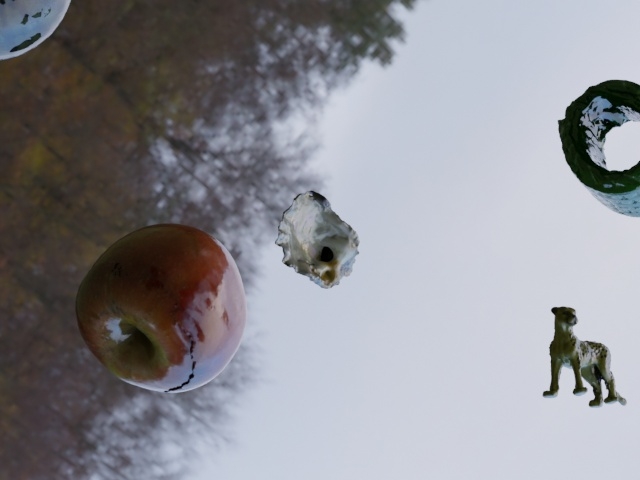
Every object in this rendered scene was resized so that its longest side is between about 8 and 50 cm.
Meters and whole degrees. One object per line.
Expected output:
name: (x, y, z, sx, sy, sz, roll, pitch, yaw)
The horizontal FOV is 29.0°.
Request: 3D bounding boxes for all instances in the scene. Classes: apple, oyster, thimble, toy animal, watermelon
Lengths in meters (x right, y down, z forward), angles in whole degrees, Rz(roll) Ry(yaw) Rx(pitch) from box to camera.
apple: (-0.228, 0.100, 1.847, 0.206, 0.252, 0.271, -46, 154, -44)
oyster: (0.000, 0.000, 1.488, 0.045, 0.146, 0.121, 28, -63, 45)
thimble: (0.299, -0.092, 1.209, 0.130, 0.090, 0.118, 31, -88, 39)
toy animal: (0.416, 0.185, 1.928, 0.073, 0.181, 0.136, -17, -116, 44)
watermelon: (-0.378, -0.301, 1.379, 0.212, 0.212, 0.212, -37, -153, 23)
